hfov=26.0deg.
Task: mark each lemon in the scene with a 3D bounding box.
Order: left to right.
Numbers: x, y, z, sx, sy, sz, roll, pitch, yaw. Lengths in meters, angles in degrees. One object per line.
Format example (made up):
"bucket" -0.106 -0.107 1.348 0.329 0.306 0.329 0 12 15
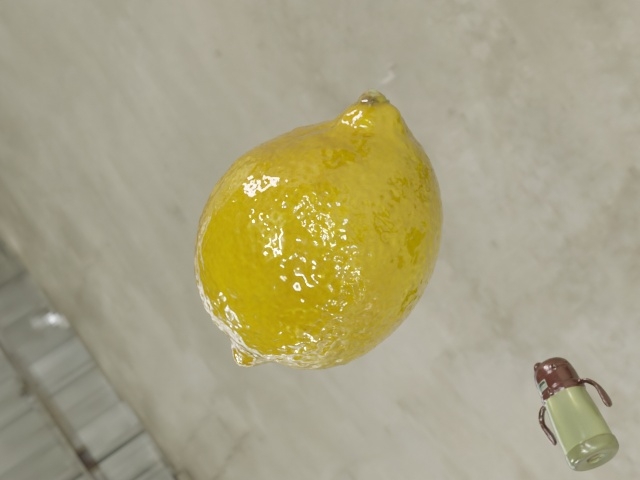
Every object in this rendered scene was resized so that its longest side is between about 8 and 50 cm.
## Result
"lemon" 0.000 0.000 1.067 0.187 0.244 0.187 29 -166 -8

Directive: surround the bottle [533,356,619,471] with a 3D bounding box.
"bottle" 0.217 0.144 1.189 0.047 0.063 0.101 61 -175 -57
